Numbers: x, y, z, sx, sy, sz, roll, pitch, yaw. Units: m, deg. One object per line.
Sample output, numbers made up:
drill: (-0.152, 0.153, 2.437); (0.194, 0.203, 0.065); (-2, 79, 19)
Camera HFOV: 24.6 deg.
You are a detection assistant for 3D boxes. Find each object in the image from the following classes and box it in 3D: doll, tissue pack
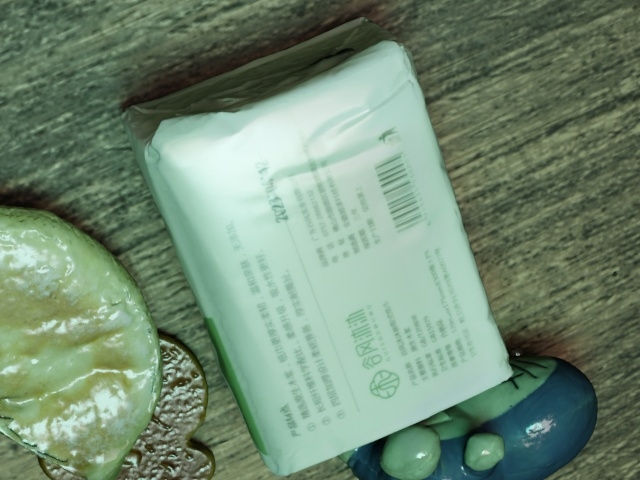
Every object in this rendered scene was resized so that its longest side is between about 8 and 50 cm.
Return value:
doll: (0.160, 0.194, 1.485); (0.258, 0.228, 0.154); (-30, 97, -22)
tissue pack: (0.000, 0.000, 1.381); (0.266, 0.194, 0.356); (-22, 111, -8)

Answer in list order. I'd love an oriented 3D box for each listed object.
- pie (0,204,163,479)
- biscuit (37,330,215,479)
pie: (-0.305, 0.107, 1.357); (0.338, 0.075, 0.337); (-5, 109, -16)
biscuit: (-0.189, 0.201, 1.475); (0.180, 0.039, 0.236); (10, 104, -15)
